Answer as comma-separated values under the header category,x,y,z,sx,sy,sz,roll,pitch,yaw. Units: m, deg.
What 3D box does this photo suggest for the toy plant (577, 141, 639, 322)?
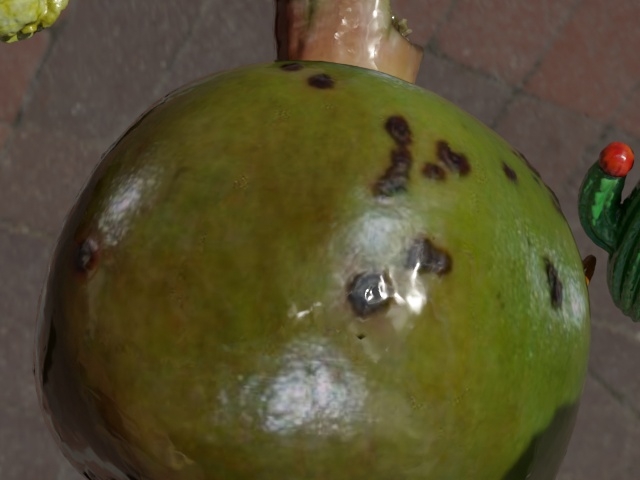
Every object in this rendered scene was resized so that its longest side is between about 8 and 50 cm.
category,x,y,z,sx,sy,sz,roll,pitch,yaw
toy plant,0.295,-0.020,1.440,0.155,0.088,0.240,4,135,28

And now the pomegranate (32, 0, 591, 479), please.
category,x,y,z,sx,sy,sz,roll,pitch,yaw
pomegranate,0.019,0.016,0.832,0.291,0.291,0.323,46,63,-34

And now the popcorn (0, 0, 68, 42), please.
category,x,y,z,sx,sy,sz,roll,pitch,yaw
popcorn,-0.188,-0.154,1.036,0.083,0.068,0.059,-30,103,-8

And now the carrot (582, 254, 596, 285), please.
category,x,y,z,sx,sy,sz,roll,pitch,yaw
carrot,0.195,0.065,1.484,0.142,0.035,0.035,-40,127,-7
